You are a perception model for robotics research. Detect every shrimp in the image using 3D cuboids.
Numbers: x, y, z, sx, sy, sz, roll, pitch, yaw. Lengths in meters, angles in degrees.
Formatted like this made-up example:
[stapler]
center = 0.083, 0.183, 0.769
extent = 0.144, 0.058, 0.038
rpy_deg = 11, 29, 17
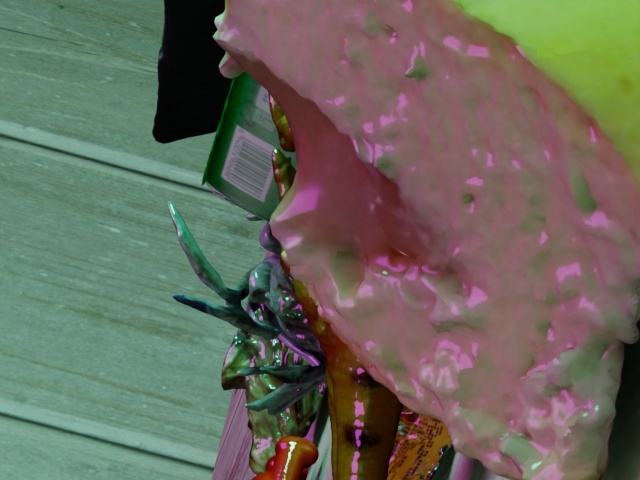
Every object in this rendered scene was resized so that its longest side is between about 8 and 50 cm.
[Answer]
[shrimp]
center = 0.004, 0.002, 1.203
extent = 0.410, 0.166, 0.221
rpy_deg = -48, -30, -72

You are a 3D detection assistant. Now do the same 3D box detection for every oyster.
[oyster]
center = -0.010, 0.032, 1.642
extent = 0.221, 0.096, 0.361
rpy_deg = -55, -16, -83

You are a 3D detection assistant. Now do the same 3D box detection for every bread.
[bread]
center = 0.094, -0.049, 0.676
extent = 0.211, 0.224, 0.183
rpy_deg = -22, -45, -40

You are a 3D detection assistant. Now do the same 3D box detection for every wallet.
[wallet]
center = 0.013, -0.143, 1.149
extent = 0.323, 0.247, 0.041
rpy_deg = 116, 136, -74

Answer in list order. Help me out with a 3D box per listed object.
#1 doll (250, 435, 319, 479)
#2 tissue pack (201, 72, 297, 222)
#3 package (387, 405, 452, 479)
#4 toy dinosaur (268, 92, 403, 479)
[doll]
center = -0.059, 0.283, 1.478
extent = 0.142, 0.076, 0.245
rpy_deg = 112, 176, -62
[tissue pack]
center = 0.045, -0.106, 0.993
extent = 0.156, 0.148, 0.209
rpy_deg = -58, -6, -37
[package]
center = 0.047, 0.109, 0.967
extent = 0.077, 0.033, 0.110
rpy_deg = -46, 4, -9
[toy dinosaur]
center = 0.030, 0.030, 0.872
extent = 0.208, 0.097, 0.432
rpy_deg = -82, -17, -83
